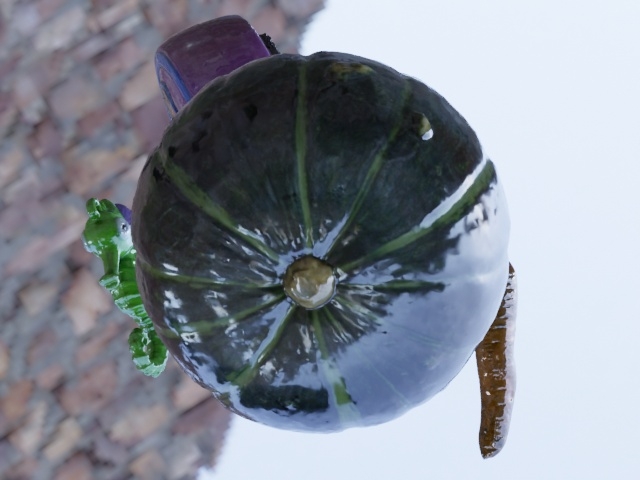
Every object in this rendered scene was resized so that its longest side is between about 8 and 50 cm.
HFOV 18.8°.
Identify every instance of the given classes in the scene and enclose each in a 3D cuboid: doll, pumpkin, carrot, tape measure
[{"bbox_3d":[-0.189,0.044,1.905,0.050,0.190,0.115,-16,-165,20],"label":"doll"},{"bbox_3d":[0.000,0.000,1.604,0.323,0.323,0.241,-25,-160,6],"label":"pumpkin"},{"bbox_3d":[0.162,0.109,1.798,0.047,0.191,0.047,-1,-172,0],"label":"carrot"},{"bbox_3d":[-0.108,-0.160,2.440,0.149,0.245,0.232,-22,-121,-11],"label":"tape measure"}]
